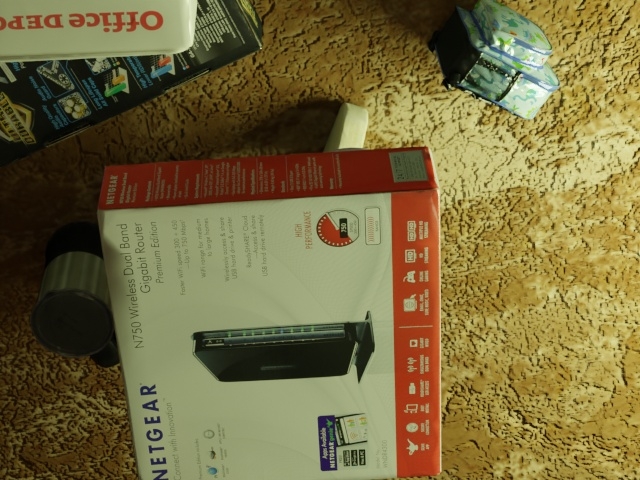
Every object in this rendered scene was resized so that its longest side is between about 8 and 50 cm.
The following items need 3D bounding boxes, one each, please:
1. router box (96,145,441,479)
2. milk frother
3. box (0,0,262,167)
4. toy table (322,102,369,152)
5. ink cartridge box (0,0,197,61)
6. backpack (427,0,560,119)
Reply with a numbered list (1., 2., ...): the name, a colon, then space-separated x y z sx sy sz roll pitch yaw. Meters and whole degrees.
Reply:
1. router box: -0.039 0.083 1.342 0.301 0.082 0.335 -4 123 0
2. milk frother: -0.213 0.043 1.462 0.129 0.135 0.143 39 111 -24
3. box: -0.247 -0.251 1.321 0.293 0.073 0.295 -23 118 12
4. toy table: 0.000 0.000 1.435 0.252 0.161 0.274 27 116 -18
5. ink cartridge box: -0.217 -0.306 1.181 0.211 0.121 0.289 -2 119 -1
6. backpack: 0.177 -0.175 1.373 0.114 0.105 0.084 27 117 -24
